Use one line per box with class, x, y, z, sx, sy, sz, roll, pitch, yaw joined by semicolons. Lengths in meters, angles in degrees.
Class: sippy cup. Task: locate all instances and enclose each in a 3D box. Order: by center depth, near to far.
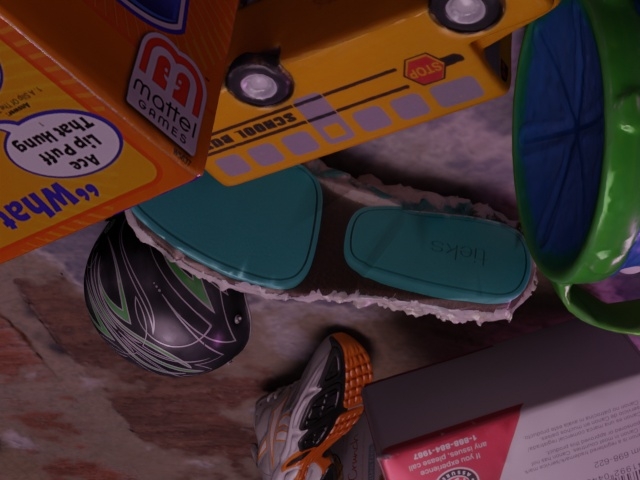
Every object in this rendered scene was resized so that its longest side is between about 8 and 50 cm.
sippy cup;0.283;-0.083;1.002;0.224;0.240;0.305;0;153;-8

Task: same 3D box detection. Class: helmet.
helmet;-0.146;0.049;1.287;0.169;0.161;0.169;5;144;4

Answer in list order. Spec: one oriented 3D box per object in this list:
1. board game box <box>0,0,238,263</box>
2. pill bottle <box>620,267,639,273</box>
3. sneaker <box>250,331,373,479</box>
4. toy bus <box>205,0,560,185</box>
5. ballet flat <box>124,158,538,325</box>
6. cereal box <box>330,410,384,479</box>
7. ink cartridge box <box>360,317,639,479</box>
board game box;-0.289;-0.212;0.798;0.356;0.356;0.356;-20;135;32
pill bottle;0.261;-0.019;1.207;0.065;0.065;0.116;-20;136;32
sneaker;-0.028;0.196;1.525;0.099;0.121;0.262;-11;133;-38
toy bus;0.033;-0.152;1.030;0.332;0.108;0.130;-17;138;29
ballet flat;0.000;0.000;1.234;0.409;0.147;0.147;16;143;-11
cereal box;0.044;0.297;1.578;0.047;0.173;0.240;24;140;-28
ink cartridge box;0.229;0.306;1.376;0.279;0.160;0.385;-18;110;-1
